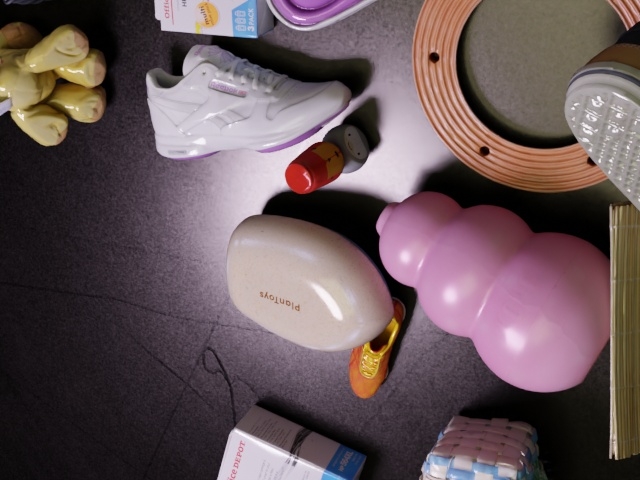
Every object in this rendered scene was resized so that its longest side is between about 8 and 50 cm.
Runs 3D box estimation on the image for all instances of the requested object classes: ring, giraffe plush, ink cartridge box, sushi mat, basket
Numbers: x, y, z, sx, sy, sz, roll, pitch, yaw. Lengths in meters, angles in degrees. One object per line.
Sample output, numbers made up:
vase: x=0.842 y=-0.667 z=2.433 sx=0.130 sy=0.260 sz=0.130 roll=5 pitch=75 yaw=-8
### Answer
ring: x=0.278 y=-0.221 z=1.369 sx=0.336 sy=0.032 sz=0.337 roll=8 pitch=115 yaw=18
giraffe plush: x=-0.433 y=-0.245 z=1.584 sx=0.170 sy=0.210 sz=0.181 roll=42 pitch=140 yaw=39
ink cartridge box: x=-0.049 y=0.371 z=1.732 sx=0.203 sy=0.086 sz=0.148 roll=24 pitch=119 yaw=12
sushi mat: x=0.402 y=0.103 z=1.359 sx=0.019 sy=0.151 sz=0.317 roll=6 pitch=101 yaw=46
basket: x=0.222 y=0.411 z=1.545 sx=0.201 sy=0.255 sz=0.289 roll=10 pitch=105 yaw=15
ink cartridge box: x=-0.157 y=-0.334 z=1.475 sx=0.181 sy=0.061 sz=0.104 roll=8 pitch=115 yaw=19

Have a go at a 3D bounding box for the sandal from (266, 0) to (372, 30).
sandal: x=0.093 y=-0.387 z=1.327 sx=0.416 sy=0.102 sz=0.169 roll=-39 pitch=97 yaw=29

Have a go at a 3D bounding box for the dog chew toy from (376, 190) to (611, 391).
dog chew toy: x=0.221 y=0.049 z=1.423 sx=0.331 sy=0.206 sz=0.207 roll=32 pitch=121 yaw=15

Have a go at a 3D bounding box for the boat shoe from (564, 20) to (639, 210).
boat shoe: x=0.468 y=-0.052 z=1.273 sx=0.500 sy=0.156 sz=0.186 roll=47 pitch=155 yaw=-24

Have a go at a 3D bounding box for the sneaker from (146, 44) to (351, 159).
sneaker: x=-0.109 y=-0.194 z=1.487 sx=0.305 sy=0.114 sz=0.152 roll=-6 pitch=112 yaw=24

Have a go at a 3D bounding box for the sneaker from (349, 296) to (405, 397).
sneaker: x=0.074 y=0.161 z=1.601 sx=0.064 sy=0.067 sz=0.175 roll=20 pitch=120 yaw=11

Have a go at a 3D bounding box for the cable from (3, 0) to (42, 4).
cable: x=-0.407 y=-0.413 z=1.556 sx=0.150 sy=0.047 sz=0.185 roll=30 pitch=116 yaw=2

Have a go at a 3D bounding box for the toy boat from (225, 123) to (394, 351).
toy boat: x=0.000 y=0.000 z=1.523 sx=0.267 sy=0.148 sz=0.318 roll=23 pitch=125 yaw=24
